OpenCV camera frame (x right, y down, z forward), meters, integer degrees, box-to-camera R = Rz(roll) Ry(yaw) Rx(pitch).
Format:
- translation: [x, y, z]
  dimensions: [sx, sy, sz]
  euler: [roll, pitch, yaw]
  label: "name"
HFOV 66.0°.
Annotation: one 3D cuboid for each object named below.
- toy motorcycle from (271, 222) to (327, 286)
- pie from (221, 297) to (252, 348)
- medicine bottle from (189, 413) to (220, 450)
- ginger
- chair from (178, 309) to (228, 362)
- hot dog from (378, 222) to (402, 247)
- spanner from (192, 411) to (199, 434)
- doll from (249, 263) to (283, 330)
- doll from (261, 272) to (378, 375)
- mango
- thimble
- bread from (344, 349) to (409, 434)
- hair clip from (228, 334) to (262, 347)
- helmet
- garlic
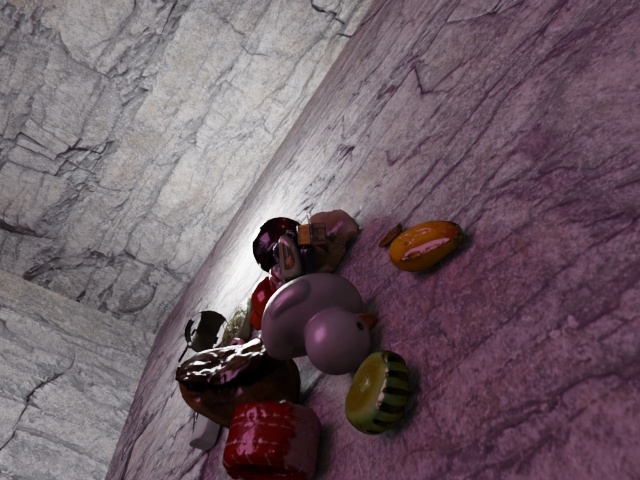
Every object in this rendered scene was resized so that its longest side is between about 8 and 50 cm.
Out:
- translation: [-0.045, 0.091, 1.307]
  dimensions: [0.157, 0.091, 0.262]
  euler: [-8, 88, 40]
  label: "toy motorcycle"
- translation: [-0.303, 0.322, 1.822]
  dimensions: [0.240, 0.054, 0.240]
  euler: [-53, 21, 30]
  label: "pie"
- translation: [-0.354, 0.565, 1.578]
  dimensions: [0.119, 0.069, 0.183]
  euler: [-46, 25, 41]
  label: "medicine bottle"
- translation: [-0.179, 0.350, 1.161]
  dimensions: [0.270, 0.222, 0.200]
  euler: [-19, 14, 2]
  label: "ginger"
- translation: [-0.465, 0.392, 1.983]
  dimensions: [0.149, 0.174, 0.213]
  euler: [-81, 15, -53]
  label: "chair"
- translation: [0.163, -0.009, 1.129]
  dimensions: [0.083, 0.021, 0.037]
  euler: [-46, 3, 45]
  label: "hot dog"
- translation: [-0.459, 0.631, 1.828]
  dimensions: [0.093, 0.026, 0.325]
  euler: [-56, 20, 17]
  label: "spanner"
- translation: [-0.147, 0.176, 1.510]
  dimensions: [0.161, 0.130, 0.290]
  euler: [-96, 29, -58]
  label: "doll"
- translation: [-0.001, 0.190, 1.023]
  dimensions: [0.251, 0.221, 0.221]
  euler: [-21, 30, 11]
  label: "doll"
- translation: [0.200, 0.010, 0.939]
  dimensions: [0.187, 0.066, 0.101]
  euler: [-27, 30, 51]
  label: "mango"
- translation: [-0.094, 0.397, 0.970]
  dimensions: [0.190, 0.163, 0.125]
  euler: [-15, 44, 25]
  label: "thimble"
- translation: [0.100, 0.256, 0.830]
  dimensions: [0.130, 0.071, 0.139]
  euler: [-35, 33, 58]
  label: "bread"
- translation: [-0.216, 0.369, 1.563]
  dimensions: [0.138, 0.102, 0.123]
  euler: [31, 94, 39]
  label: "hair clip"
- translation: [-0.128, 0.019, 1.623]
  dimensions: [0.189, 0.193, 0.216]
  euler: [-52, -22, 24]
  label: "helmet"
- translation: [0.000, 0.000, 1.413]
  dimensions: [0.217, 0.110, 0.228]
  euler: [-62, 18, 8]
  label: "garlic"
